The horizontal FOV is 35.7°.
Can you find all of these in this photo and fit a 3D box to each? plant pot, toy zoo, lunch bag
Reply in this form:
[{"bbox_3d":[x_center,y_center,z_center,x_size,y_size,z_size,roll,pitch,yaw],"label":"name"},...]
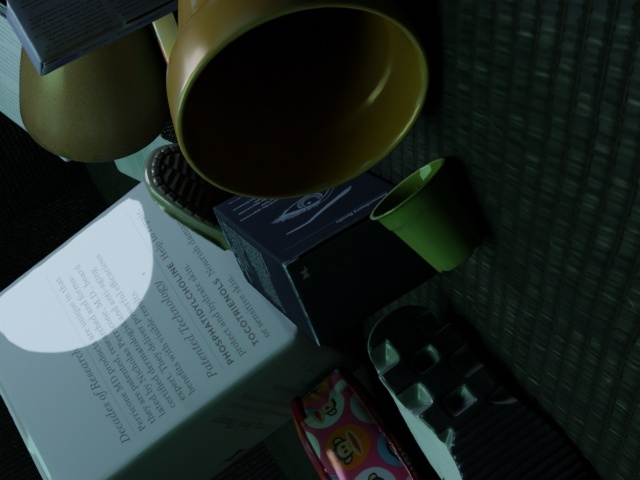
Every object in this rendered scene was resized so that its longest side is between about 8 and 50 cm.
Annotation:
[{"bbox_3d":[-0.036,-0.171,0.828,0.205,0.205,0.188,80,172,-53],"label":"plant pot"},{"bbox_3d":[-0.344,-0.286,1.474,0.237,0.237,0.254,54,157,24],"label":"plant pot"},{"bbox_3d":[0.100,-0.016,0.874,0.079,0.083,0.083,51,167,-9],"label":"plant pot"},{"bbox_3d":[-0.209,-0.279,1.354,0.293,0.030,0.192,90,158,-76],"label":"toy zoo"},{"bbox_3d":[0.092,0.340,1.437,0.293,0.120,0.258,57,-175,34],"label":"lunch bag"}]

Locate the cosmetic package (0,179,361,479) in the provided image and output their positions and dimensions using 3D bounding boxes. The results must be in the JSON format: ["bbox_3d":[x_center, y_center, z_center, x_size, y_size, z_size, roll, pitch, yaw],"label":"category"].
[{"bbox_3d":[-0.216,0.153,1.459,0.327,0.394,0.329,54,-174,21],"label":"cosmetic package"}]

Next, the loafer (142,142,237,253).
[{"bbox_3d":[-0.100,-0.029,1.207,0.269,0.101,0.092,26,150,-24],"label":"loafer"}]

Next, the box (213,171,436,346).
[{"bbox_3d":[0.000,0.000,1.074,0.207,0.153,0.108,37,153,58],"label":"box"}]

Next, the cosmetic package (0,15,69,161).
[{"bbox_3d":[-0.488,-0.382,1.690,0.230,0.161,0.453,35,150,28],"label":"cosmetic package"}]

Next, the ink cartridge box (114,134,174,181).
[{"bbox_3d":[-0.304,-0.225,1.887,0.385,0.091,0.308,23,143,40],"label":"ink cartridge box"}]

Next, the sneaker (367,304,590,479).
[{"bbox_3d":[0.174,0.220,1.016,0.330,0.122,0.146,57,175,32],"label":"sneaker"}]

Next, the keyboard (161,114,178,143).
[{"bbox_3d":[-0.291,-0.243,1.711,0.100,0.038,0.192,21,140,38],"label":"keyboard"}]

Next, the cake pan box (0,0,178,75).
[{"bbox_3d":[-0.240,-0.332,1.023,0.245,0.267,0.070,59,163,-4],"label":"cake pan box"}]
